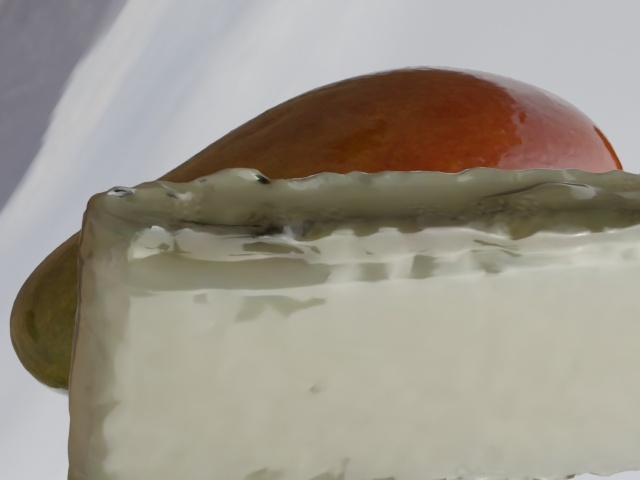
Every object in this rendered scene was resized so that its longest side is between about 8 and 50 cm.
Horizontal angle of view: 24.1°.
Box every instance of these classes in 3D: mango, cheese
[{"bbox_3d":[0.004,0.002,0.683,0.289,0.129,0.146,-24,-140,-16],"label":"mango"},{"bbox_3d":[0.140,0.018,0.370,0.034,0.400,0.085,-116,-152,-56],"label":"cheese"}]
